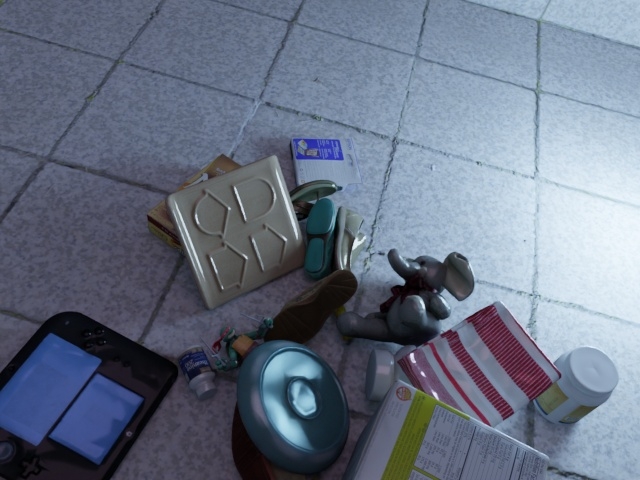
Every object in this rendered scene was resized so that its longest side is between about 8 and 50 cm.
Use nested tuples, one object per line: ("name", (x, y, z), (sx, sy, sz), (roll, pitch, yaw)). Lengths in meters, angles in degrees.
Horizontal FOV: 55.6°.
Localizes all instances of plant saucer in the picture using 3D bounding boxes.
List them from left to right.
("plant saucer", (-0.047, 0.366, 1.386), (0.318, 0.044, 0.317), (28, 41, -27))

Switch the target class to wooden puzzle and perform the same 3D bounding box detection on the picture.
("wooden puzzle", (-0.219, -0.027, 1.629), (0.348, 0.321, 0.081), (-27, 19, -30))

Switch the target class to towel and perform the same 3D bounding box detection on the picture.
("towel", (0.372, 0.298, 1.404), (0.329, 0.037, 0.237), (-25, 67, -23))

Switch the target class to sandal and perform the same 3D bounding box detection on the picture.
("sandal", (-0.082, -0.092, 1.783), (0.303, 0.120, 0.086), (-26, 80, -19))

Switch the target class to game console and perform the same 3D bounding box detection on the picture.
("game console", (-0.565, 0.368, 1.371), (0.342, 0.060, 0.386), (25, 54, 8))

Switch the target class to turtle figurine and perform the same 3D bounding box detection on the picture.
("turtle figurine", (-0.172, 0.267, 1.485), (0.234, 0.118, 0.175), (38, 70, -1))

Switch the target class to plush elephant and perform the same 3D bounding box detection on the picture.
("plush elephant", (0.248, 0.135, 1.579), (0.330, 0.272, 0.255), (20, 62, -32))

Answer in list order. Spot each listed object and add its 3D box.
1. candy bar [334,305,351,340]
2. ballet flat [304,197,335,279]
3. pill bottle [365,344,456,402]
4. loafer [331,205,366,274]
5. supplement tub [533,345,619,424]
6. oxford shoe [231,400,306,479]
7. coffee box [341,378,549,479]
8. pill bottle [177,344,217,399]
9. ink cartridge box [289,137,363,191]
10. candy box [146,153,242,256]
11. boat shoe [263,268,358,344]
("candy bar", (0.054, 0.196, 1.641), (0.040, 0.018, 0.161), (-9, 56, -21))
("ballet flat", (0.000, 0.000, 1.729), (0.083, 0.087, 0.247), (1, 62, 14))
("pill bottle", (0.269, 0.345, 1.478), (0.302, 0.169, 0.169), (9, 53, -4))
("loafer", (0.083, 0.015, 1.728), (0.092, 0.101, 0.268), (7, 55, -3))
("supplement tub", (0.633, 0.361, 1.515), (0.145, 0.199, 0.144), (5, 53, -7))
("oxford shoe", (-0.108, 0.491, 1.356), (0.130, 0.123, 0.348), (12, 46, -36))
("coffee box", (0.200, 0.553, 1.205), (0.335, 0.337, 0.338), (25, 52, 8))
("pill bottle", (-0.292, 0.316, 1.455), (0.067, 0.067, 0.120), (-19, 60, -23))
("ink cartridge box", (0.015, -0.243, 1.941), (0.209, 0.045, 0.206), (-2, 54, -11))
("candy box", (-0.317, -0.097, 1.743), (0.183, 0.087, 0.316), (34, 56, 14))
("boat shoe", (-0.026, 0.180, 1.576), (0.285, 0.089, 0.104), (-36, 98, -7))
